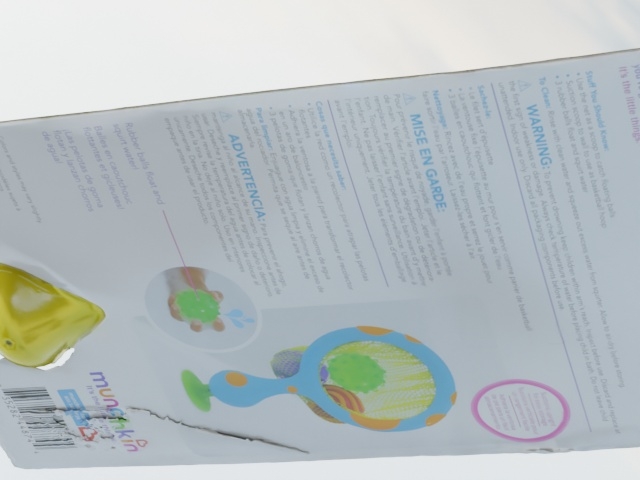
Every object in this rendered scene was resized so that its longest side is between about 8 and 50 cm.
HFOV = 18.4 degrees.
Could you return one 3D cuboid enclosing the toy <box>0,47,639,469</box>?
[{"bbox_3d":[0.000,0.000,0.554,0.056,0.237,0.137,-80,-23,-46],"label":"toy"}]
